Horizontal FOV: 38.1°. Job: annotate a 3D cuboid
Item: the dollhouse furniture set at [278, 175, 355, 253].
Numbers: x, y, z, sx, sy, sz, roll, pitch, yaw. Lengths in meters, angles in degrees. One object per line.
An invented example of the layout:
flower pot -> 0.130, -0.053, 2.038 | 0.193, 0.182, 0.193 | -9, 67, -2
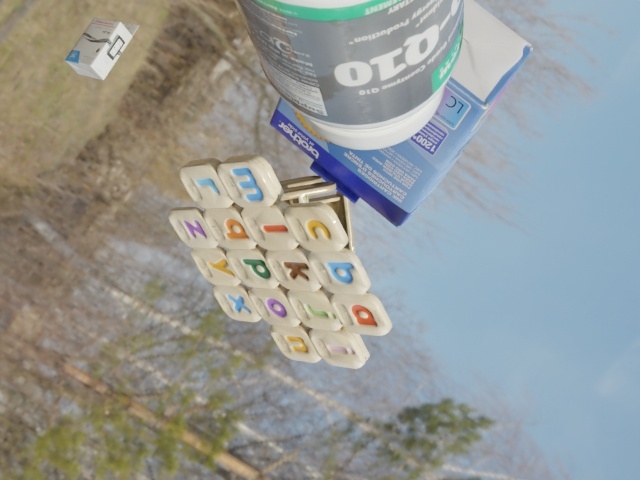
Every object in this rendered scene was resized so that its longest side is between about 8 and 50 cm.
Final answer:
dollhouse furniture set -> 0.000, 0.000, 1.484 | 0.242, 0.161, 0.212 | -145, -133, -70

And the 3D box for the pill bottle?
pill bottle -> 0.029, -0.223, 0.841 | 0.204, 0.204, 0.361 | -57, 166, -8

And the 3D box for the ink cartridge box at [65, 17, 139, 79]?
ink cartridge box -> -0.257, -0.233, 1.094 | 0.048, 0.028, 0.083 | 17, -110, 33

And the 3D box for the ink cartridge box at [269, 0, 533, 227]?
ink cartridge box -> 0.092, -0.200, 1.348 | 0.151, 0.270, 0.395 | -48, 173, -28

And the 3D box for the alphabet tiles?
alphabet tiles -> -0.051, 0.028, 1.051 | 0.278, 0.284, 0.021 | 0, -145, 46
